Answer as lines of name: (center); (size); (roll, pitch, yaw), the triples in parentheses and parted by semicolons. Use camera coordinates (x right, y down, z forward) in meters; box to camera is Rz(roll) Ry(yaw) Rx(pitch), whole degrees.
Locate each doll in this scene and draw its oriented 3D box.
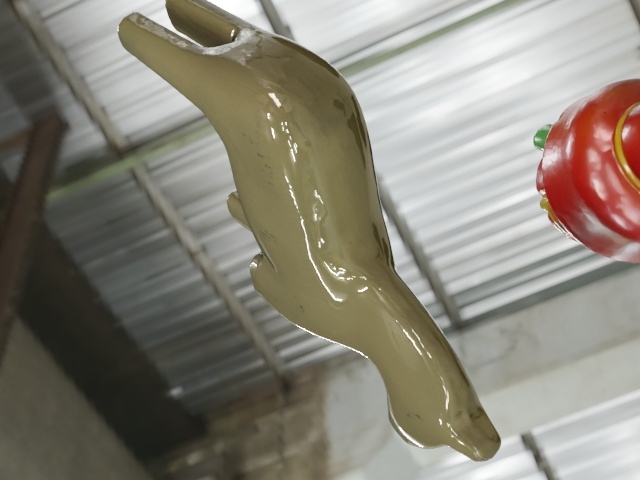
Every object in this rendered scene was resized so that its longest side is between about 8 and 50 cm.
doll: (0.310, -0.068, 1.518); (0.182, 0.160, 0.363); (44, 166, -1)

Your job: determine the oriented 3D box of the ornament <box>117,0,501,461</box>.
ornament: (0.000, 0.000, 0.830); (0.245, 0.061, 0.230); (35, 148, 46)
